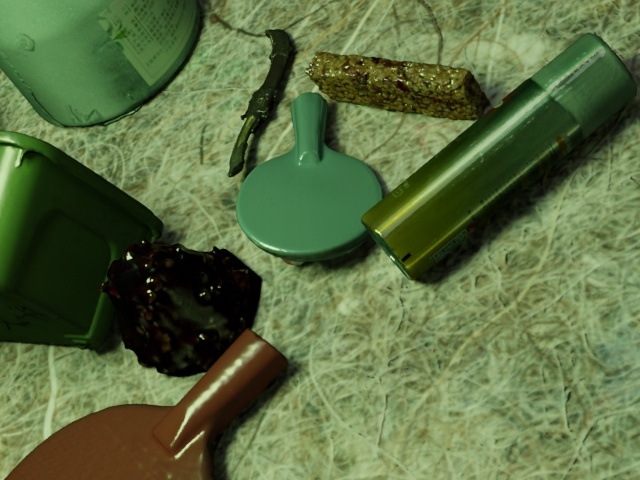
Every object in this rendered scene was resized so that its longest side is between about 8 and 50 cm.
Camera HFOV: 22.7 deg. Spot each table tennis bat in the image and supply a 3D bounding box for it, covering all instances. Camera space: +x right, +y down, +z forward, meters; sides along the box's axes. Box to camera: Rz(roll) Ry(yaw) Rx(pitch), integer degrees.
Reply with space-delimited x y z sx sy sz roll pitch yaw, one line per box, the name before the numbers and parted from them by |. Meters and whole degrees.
table tennis bat | -0.012 -0.067 1.636 0.149 0.038 0.237 -4 46 2
table tennis bat | -0.190 0.248 1.520 0.415 0.051 0.268 -47 46 -6

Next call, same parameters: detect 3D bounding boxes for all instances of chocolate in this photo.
chocolate | -0.154 0.047 1.591 0.156 0.133 0.156 -15 53 20

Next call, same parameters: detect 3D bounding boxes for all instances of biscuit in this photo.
biscuit | 0.076 -0.161 1.653 0.199 0.064 0.034 10 63 35

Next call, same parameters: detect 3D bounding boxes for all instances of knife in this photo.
knife | -0.062 -0.155 1.761 0.045 0.021 0.222 -7 50 26

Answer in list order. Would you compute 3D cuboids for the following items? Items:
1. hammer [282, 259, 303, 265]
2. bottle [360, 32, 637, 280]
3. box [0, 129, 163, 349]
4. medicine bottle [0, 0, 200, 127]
hammer | 0.000 0.000 1.604 0.083 0.031 0.052 -1 56 23
bottle | 0.172 -0.081 1.522 0.286 0.082 0.082 -39 46 -1
box | -0.364 0.004 1.681 0.328 0.253 0.178 3 71 36
medicine bottle | -0.311 -0.309 1.841 0.245 0.290 0.245 -16 50 20
